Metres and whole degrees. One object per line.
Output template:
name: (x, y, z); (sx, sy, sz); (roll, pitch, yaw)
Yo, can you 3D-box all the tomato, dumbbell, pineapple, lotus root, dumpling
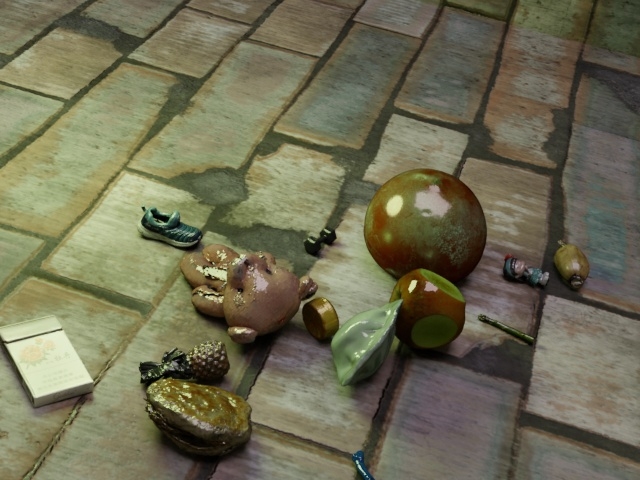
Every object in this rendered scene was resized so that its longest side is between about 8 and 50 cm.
tomato: (0.231, -0.039, 2.219); (0.270, 0.223, 0.270); (5, 34, -3)
dumbbell: (0.000, 0.000, 2.259); (0.036, 0.040, 0.083); (-2, 20, 40)
pineapple: (-0.245, 0.225, 1.836); (0.159, 0.074, 0.074); (-9, 38, -18)
lotus root: (0.570, 0.048, 2.329); (0.072, 0.063, 0.152); (-5, 39, -6)
dumpling: (0.080, 0.178, 1.915); (0.108, 0.153, 0.219); (16, 38, 9)

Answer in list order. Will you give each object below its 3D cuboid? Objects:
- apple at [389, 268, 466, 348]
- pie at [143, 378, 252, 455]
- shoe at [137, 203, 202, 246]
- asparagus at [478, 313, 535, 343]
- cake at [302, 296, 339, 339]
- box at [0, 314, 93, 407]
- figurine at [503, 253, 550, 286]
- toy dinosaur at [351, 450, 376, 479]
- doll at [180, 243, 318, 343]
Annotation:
apple: (0.213, 0.132, 2.011); (0.147, 0.163, 0.146); (8, 34, -13)
pie: (-0.203, 0.293, 1.738); (0.193, 0.079, 0.163); (26, 27, 22)
shoe: (-0.318, -0.032, 2.186); (0.142, 0.071, 0.064); (19, 35, 3)
asparagus: (0.383, 0.181, 2.119); (0.127, 0.018, 0.015); (24, 76, 23)
cake: (0.001, 0.151, 1.998); (0.044, 0.084, 0.084); (-21, 45, -28)
box: (-0.489, 0.209, 1.819); (0.109, 0.029, 0.198); (-13, 41, -31)
figurine: (0.456, 0.068, 2.280); (0.106, 0.047, 0.060); (19, 51, 5)
toy dinosaur: (0.087, 0.443, 1.603); (0.144, 0.076, 0.329); (10, 31, 11)
doll: (-0.168, 0.066, 2.010); (0.201, 0.156, 0.303); (-36, 47, -24)
